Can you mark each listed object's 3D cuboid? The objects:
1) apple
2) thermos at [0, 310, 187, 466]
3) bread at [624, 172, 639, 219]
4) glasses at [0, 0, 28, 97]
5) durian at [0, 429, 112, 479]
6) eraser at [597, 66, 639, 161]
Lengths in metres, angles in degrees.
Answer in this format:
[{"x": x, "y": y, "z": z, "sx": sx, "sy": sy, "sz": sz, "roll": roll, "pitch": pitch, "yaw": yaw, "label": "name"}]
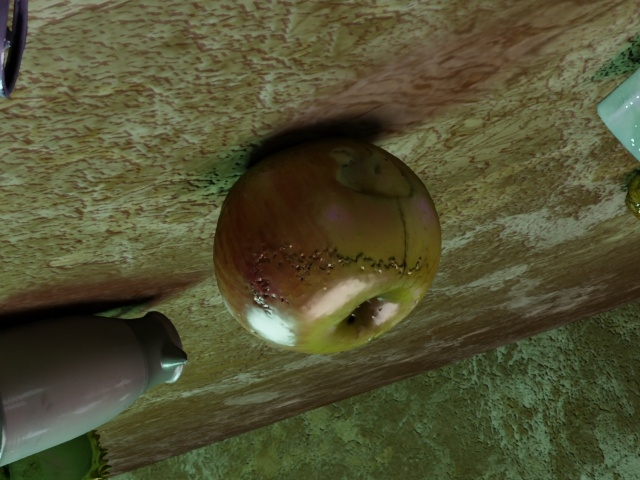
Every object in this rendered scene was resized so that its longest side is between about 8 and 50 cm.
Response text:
[{"x": 0.000, "y": 0.000, "z": 0.778, "sx": 0.146, "sy": 0.146, "sz": 0.146, "roll": -17, "pitch": 168, "yaw": -4, "label": "apple"}, {"x": -0.214, "y": 0.107, "z": 1.021, "sx": 0.193, "sy": 0.105, "sz": 0.137, "roll": -16, "pitch": -165, "yaw": -40, "label": "thermos"}, {"x": 0.394, "y": -0.058, "z": 1.223, "sx": 0.193, "sy": 0.064, "sz": 0.193, "roll": -14, "pitch": 169, "yaw": -3, "label": "bread"}, {"x": -0.147, "y": -0.091, "z": 0.379, "sx": 0.104, "sy": 0.062, "sz": 0.140, "roll": 5, "pitch": 165, "yaw": -4, "label": "glasses"}, {"x": -0.331, "y": 0.247, "z": 1.209, "sx": 0.176, "sy": 0.200, "sz": 0.237, "roll": -44, "pitch": 173, "yaw": 27, "label": "durian"}, {"x": 0.341, "y": -0.140, "z": 0.680, "sx": 0.213, "sy": 0.082, "sz": 0.397, "roll": -15, "pitch": 167, "yaw": -19, "label": "eraser"}]
